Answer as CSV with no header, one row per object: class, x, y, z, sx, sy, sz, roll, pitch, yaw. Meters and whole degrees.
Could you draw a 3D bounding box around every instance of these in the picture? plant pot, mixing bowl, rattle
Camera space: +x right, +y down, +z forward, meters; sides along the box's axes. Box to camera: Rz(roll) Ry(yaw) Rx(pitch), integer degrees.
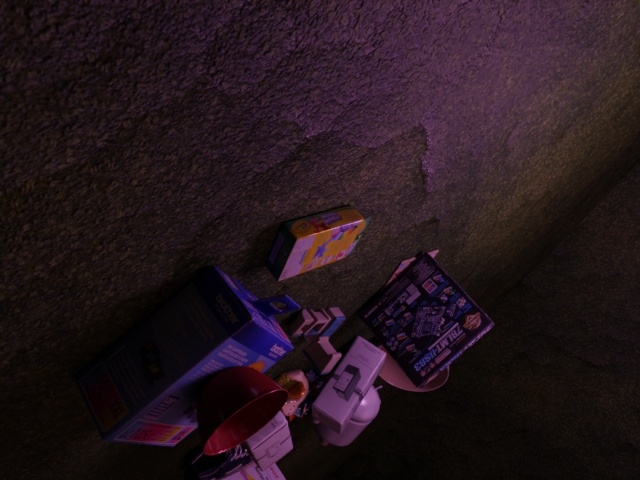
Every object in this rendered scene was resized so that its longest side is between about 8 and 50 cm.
plant pot,0.354,0.408,2.118,0.191,0.284,0.284,-65,179,-48
mixing bowl,-0.160,0.298,1.033,0.181,0.098,0.181,-32,153,-18
rattle,-0.069,0.511,1.723,0.130,0.142,0.200,-16,113,-44

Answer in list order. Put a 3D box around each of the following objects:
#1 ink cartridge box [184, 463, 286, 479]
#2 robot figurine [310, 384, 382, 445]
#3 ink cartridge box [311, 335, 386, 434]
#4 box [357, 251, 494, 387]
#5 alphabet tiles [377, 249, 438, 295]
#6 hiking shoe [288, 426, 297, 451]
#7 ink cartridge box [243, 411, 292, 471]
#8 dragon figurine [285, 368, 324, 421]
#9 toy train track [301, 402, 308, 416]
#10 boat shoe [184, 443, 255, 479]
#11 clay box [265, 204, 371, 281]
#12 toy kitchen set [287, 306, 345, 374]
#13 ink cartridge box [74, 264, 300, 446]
ink cartridge box,-0.289,0.828,1.928,0.278,0.201,0.117,-10,141,-47
robot figurine,0.103,0.677,2.229,0.299,0.200,0.353,6,131,-39
ink cartridge box,0.099,0.506,1.938,0.289,0.121,0.211,-53,162,-22
box,0.311,0.237,1.680,0.295,0.293,0.073,-44,155,6
alphabet tiles,0.264,0.131,1.797,0.198,0.009,0.237,-14,144,-44
hiking shoe,-0.155,0.597,1.779,0.227,0.114,0.086,42,81,-36
ink cartridge box,-0.183,0.484,1.517,0.117,0.207,0.283,-33,153,-19
dragon figurine,-0.073,0.548,1.912,0.144,0.085,0.289,-23,148,-31
toy train track,-0.049,0.558,1.826,0.083,0.014,0.048,89,20,-72
boat shoe,-0.270,0.677,1.796,0.340,0.127,0.158,-26,158,-28
clay box,0.000,0.000,1.171,0.222,0.053,0.127,-18,147,-41
toy kitchen set,0.006,0.283,1.501,0.122,0.166,0.207,-50,153,19
ink cartridge box,-0.228,0.218,1.103,0.395,0.151,0.270,-41,155,-3
